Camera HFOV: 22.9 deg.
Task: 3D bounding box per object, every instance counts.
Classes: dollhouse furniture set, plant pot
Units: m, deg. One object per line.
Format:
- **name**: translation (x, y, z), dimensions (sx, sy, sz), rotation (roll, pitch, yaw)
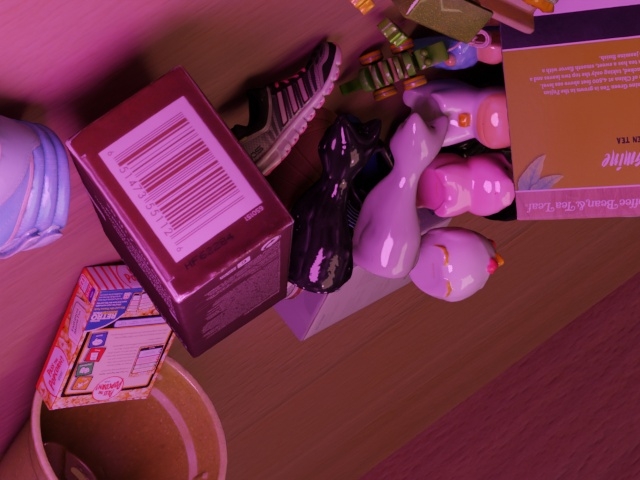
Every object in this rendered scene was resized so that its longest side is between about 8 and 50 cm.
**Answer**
- **dollhouse furniture set**: translation (0.206, -0.298, 1.575), dimensions (0.301, 0.151, 0.197), rotation (15, 121, -43)
- **plant pot**: translation (-0.304, 0.303, 2.076), dimensions (0.276, 0.276, 0.254), rotation (-20, 166, -44)

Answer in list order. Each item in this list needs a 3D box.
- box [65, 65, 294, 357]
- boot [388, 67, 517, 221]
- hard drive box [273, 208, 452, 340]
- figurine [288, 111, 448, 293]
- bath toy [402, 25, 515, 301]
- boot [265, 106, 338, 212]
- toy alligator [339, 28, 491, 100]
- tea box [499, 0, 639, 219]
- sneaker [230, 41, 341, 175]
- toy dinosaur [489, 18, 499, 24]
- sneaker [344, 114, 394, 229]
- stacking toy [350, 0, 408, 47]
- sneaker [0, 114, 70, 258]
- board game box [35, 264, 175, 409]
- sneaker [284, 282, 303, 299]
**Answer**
- **box**: translation (-0.136, -0.016, 1.607), dimensions (0.143, 0.191, 0.381), rotation (-35, 171, -7)
- **boot**: translation (0.208, -0.109, 2.214), dimensions (0.260, 0.131, 0.348), rotation (-36, 152, -31)
- **hard drive box**: translation (0.057, 0.027, 2.325), dimensions (0.232, 0.089, 0.181), rotation (-27, 158, -34)
- **figurine**: translation (0.059, -0.056, 1.856), dimensions (0.215, 0.092, 0.209), rotation (-9, 124, -48)
- **bath toy**: translation (0.188, -0.091, 1.975), dimensions (0.129, 0.151, 0.348), rotation (-20, 121, -40)
- **boot**: translation (-0.034, -0.054, 1.961), dimensions (0.262, 0.095, 0.203), rotation (-55, 164, 15)
- **toy alligator**: translation (0.108, -0.208, 1.847), dimensions (0.189, 0.056, 0.051), rotation (-19, -176, 12)
- **tea box**: translation (0.383, -0.203, 1.916), dimensions (0.220, 0.323, 0.329), rotation (-1, -171, 31)
- **sneaker**: translation (-0.041, -0.158, 1.747), dimensions (0.170, 0.075, 0.063), rotation (-57, -169, -10)
- **toy dinosaur**: translation (0.263, -0.299, 2.039), dimensions (0.092, 0.053, 0.183), rotation (-31, 160, 28)
- **sneaker**: translation (0.063, -0.045, 2.005), dimensions (0.081, 0.090, 0.232), rotation (-27, 127, -12)
- **stacking toy**: translation (0.111, -0.301, 1.726), dimensions (0.167, 0.052, 0.221), rotation (-40, 164, 9)
- **sneaker**: translation (-0.347, 0.010, 1.459), dimensions (0.319, 0.127, 0.208), rotation (-45, 159, 21)
- **board game box**: translation (-0.247, 0.116, 1.924), dimensions (0.147, 0.045, 0.193), rotation (-2, 130, -41)
- **sneaker**: translation (0.000, 0.000, 2.146), dimensions (0.225, 0.088, 0.092), rotation (-37, 147, 22)
